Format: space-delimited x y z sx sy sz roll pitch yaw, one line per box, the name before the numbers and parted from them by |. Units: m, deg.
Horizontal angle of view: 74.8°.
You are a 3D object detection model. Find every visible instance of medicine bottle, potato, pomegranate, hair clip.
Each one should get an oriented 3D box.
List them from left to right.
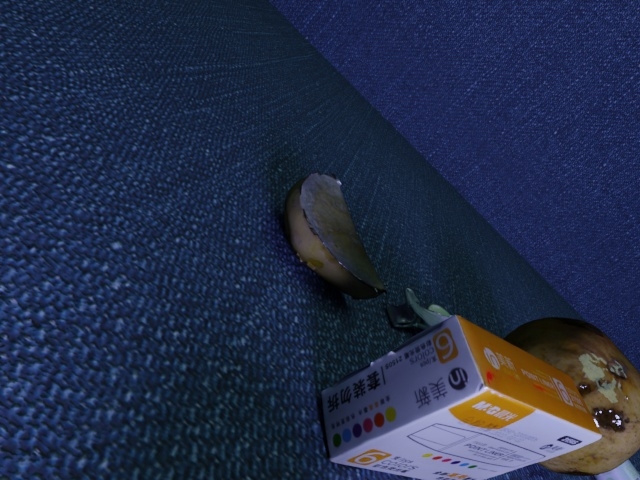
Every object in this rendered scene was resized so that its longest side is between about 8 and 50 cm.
potato | 0.000 0.000 0.700 0.138 0.098 0.243 10 50 -45
hair clip | 0.229 0.176 0.820 0.218 0.071 0.159 25 35 -26
pomegranate | 0.460 0.289 0.795 0.281 0.281 0.281 35 28 -22
medicine bottle | 0.683 0.558 0.931 0.086 0.086 0.183 16 39 -46

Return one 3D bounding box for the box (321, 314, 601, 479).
box | 0.169 0.213 0.512 0.273 0.221 0.091 27 36 -30
